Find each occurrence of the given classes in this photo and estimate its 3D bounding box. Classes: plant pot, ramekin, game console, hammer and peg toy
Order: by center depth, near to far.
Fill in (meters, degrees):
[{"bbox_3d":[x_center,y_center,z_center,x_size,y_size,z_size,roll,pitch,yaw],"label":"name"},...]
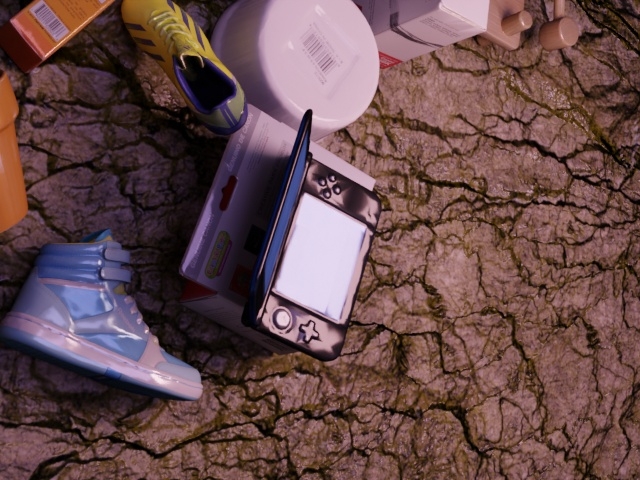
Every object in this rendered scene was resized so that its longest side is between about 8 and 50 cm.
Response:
[{"bbox_3d":[-0.480,-0.102,1.528,0.205,0.205,0.188,-34,118,-35],"label":"plant pot"},{"bbox_3d":[0.000,0.000,1.703,0.250,0.173,0.293,28,67,-26],"label":"game console"},{"bbox_3d":[-0.033,-0.295,1.912,0.277,0.135,0.277,7,79,-36],"label":"ramekin"},{"bbox_3d":[0.338,-0.508,2.226,0.361,0.127,0.266,21,69,-32],"label":"hammer and peg toy"}]

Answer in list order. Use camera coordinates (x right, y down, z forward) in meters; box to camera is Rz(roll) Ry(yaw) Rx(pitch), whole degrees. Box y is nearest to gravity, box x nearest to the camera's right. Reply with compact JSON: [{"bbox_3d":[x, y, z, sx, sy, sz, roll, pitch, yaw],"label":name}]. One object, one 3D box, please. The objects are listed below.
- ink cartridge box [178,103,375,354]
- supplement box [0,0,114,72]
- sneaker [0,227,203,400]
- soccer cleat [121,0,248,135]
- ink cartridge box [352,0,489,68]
[{"bbox_3d":[-0.090,-0.017,1.829,0.272,0.130,0.309,31,66,-27],"label":"ink cartridge box"},{"bbox_3d":[-0.369,-0.350,1.710,0.080,0.078,0.233,52,57,-15],"label":"supplement box"},{"bbox_3d":[-0.284,0.102,1.671,0.319,0.127,0.208,27,69,-31],"label":"sneaker"},{"bbox_3d":[-0.206,-0.283,1.737,0.093,0.121,0.289,-37,74,-4],"label":"soccer cleat"},{"bbox_3d":[0.166,-0.433,1.994,0.114,0.273,0.197,18,73,-33],"label":"ink cartridge box"}]
